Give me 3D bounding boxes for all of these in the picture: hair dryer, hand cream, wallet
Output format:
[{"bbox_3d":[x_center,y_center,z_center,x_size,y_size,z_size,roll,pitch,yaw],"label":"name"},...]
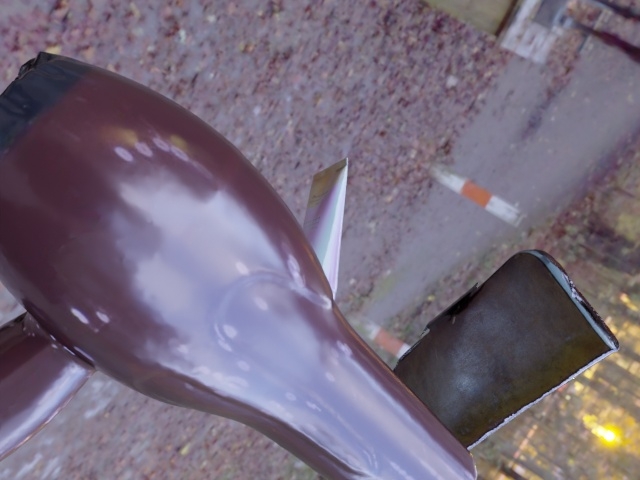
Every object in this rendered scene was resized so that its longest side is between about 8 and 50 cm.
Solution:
[{"bbox_3d":[-0.128,0.105,0.440,0.340,0.312,0.123,-37,-161,15],"label":"hair dryer"},{"bbox_3d":[0.000,0.000,0.900,0.076,0.047,0.174,-20,-122,58],"label":"hand cream"},{"bbox_3d":[0.173,0.120,0.849,0.031,0.137,0.255,-6,149,-45],"label":"wallet"}]
